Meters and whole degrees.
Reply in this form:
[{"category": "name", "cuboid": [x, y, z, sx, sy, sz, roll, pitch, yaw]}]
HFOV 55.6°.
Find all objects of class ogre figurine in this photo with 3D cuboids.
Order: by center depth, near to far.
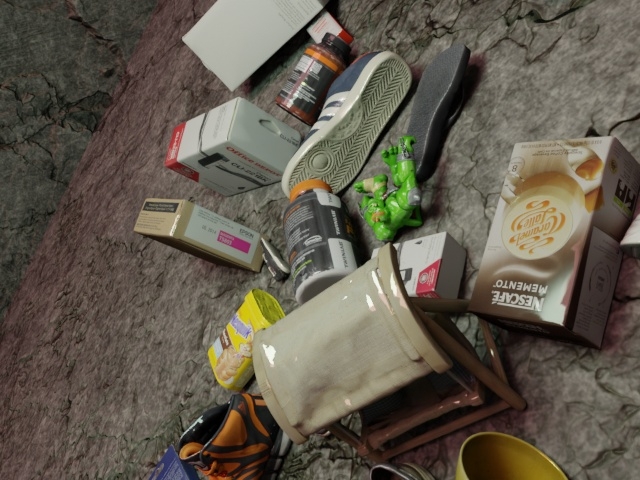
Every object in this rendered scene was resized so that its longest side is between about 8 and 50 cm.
[{"category": "ogre figurine", "cuboid": [0.124, -0.078, 1.047, 0.197, 0.096, 0.118, -41, 51, 37]}]

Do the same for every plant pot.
[{"category": "plant pot", "cuboid": [0.212, 0.307, 0.707, 0.134, 0.134, 0.095, 50, 132, 50]}]

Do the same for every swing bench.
[{"category": "swing bench", "cuboid": [0.084, 0.169, 0.816, 0.253, 0.254, 0.165, -36, 45, 30]}]

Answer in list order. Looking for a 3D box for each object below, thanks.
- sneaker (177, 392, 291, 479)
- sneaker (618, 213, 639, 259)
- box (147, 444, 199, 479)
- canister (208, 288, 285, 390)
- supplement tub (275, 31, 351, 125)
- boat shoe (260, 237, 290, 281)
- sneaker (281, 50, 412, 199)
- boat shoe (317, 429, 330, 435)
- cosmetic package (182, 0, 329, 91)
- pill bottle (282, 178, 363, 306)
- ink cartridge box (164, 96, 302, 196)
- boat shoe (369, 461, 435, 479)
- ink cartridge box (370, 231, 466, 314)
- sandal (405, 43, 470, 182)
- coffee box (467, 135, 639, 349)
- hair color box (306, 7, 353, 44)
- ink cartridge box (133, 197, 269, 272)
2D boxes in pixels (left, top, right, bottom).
[{"category": "sneaker", "cuboid": [-0.173, 0.414, 1.027, 0.124, 0.180, 0.322, -5, 65, 48]}, {"category": "sneaker", "cuboid": [0.418, -0.015, 0.694, 0.152, 0.053, 0.061, -4, 55, 62]}, {"category": "box", "cuboid": [-0.284, 0.529, 1.204, 0.137, 0.036, 0.225, -57, 39, 6]}, {"category": "canister", "cuboid": [-0.147, 0.200, 1.216, 0.170, 0.073, 0.126, -53, 38, 14]}, {"category": "supplement tub", "cuboid": [-0.010, -0.367, 1.375, 0.198, 0.106, 0.106, -56, 38, 7]}, {"category": "boat shoe", "cuboid": [-0.103, 0.040, 1.287, 0.038, 0.046, 0.125, -49, 48, 10]}, {"category": "sneaker", "cuboid": [0.038, -0.231, 1.232, 0.350, 0.131, 0.148, -50, 32, 7]}, {"category": "boat shoe", "cuboid": [-0.043, 0.263, 1.062, 0.075, 0.064, 0.206, -56, 38, 8]}, {"category": "cosmetic package", "cuboid": [-0.161, -0.584, 1.573, 0.365, 0.197, 0.155, -29, 23, 36]}, {"category": "pill bottle", "cuboid": [0.000, 0.000, 1.118, 0.130, 0.130, 0.246, -38, 44, 28]}, {"category": "ink cartridge box", "cuboid": [-0.206, -0.211, 1.430, 0.272, 0.196, 0.114, -11, 62, 46]}, {"category": "boat shoe", "cuboid": [0.149, 0.385, 0.743, 0.103, 0.092, 0.285, -55, 38, 10]}, {"category": "ink cartridge box", "cuboid": [0.143, 0.059, 0.957, 0.150, 0.063, 0.109, -16, 45, 43]}, {"category": "sandal", "cuboid": [0.206, -0.226, 1.091, 0.097, 0.054, 0.255, 30, 102, 60]}, {"category": "coffee box", "cuboid": [0.306, -0.001, 0.790, 0.141, 0.098, 0.247, 4, 71, 50]}, {"category": "hair color box", "cuboid": [0.021, -0.499, 1.467, 0.072, 0.043, 0.141, -46, 41, 19]}, {"category": "ink cartridge box", "cuboid": [-0.262, -0.012, 1.342, 0.193, 0.234, 0.088, 5, 73, 50]}]
